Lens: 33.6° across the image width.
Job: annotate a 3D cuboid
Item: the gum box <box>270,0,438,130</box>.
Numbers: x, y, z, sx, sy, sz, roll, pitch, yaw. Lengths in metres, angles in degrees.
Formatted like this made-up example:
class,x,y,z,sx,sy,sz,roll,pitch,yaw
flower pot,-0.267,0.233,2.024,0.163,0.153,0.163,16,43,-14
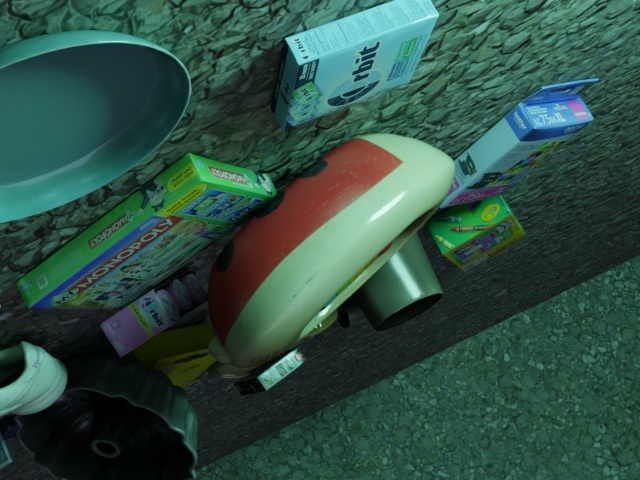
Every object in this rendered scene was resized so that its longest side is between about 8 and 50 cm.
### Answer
class,x,y,z,sx,sy,sz,roll,pitch,yaw
gum box,0.037,-0.213,1.273,0.184,0.041,0.157,-22,163,-17

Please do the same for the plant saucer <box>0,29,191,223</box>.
class,x,y,z,sx,sy,sz,roll,pitch,yaw
plant saucer,-0.283,-0.114,1.061,0.317,0.044,0.317,-25,163,-8

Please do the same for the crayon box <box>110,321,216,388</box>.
class,x,y,z,sx,sy,sz,roll,pitch,yaw
crayon box,-0.330,0.253,2.028,0.202,0.081,0.318,-8,155,-49

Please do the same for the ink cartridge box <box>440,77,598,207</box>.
class,x,y,z,sx,sy,sz,roll,pitch,yaw
ink cartridge box,0.351,-0.170,1.883,0.186,0.065,0.311,-13,156,-43

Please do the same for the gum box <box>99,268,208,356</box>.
class,x,y,z,sx,sy,sz,roll,pitch,yaw
gum box,-0.255,0.111,1.674,0.107,0.062,0.188,-33,180,16

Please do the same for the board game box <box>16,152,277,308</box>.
class,x,y,z,sx,sy,sz,roll,pitch,yaw
board game box,-0.235,-0.003,1.469,0.317,0.046,0.213,-34,164,20

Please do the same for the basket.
class,x,y,z,sx,sy,sz,roll,pitch,yaw
basket,0.095,0.021,1.747,0.204,0.227,0.154,-9,156,-49

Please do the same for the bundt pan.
class,x,y,z,sx,sy,sz,roll,pitch,yaw
bundt pan,-0.362,0.322,1.879,0.331,0.331,0.124,-41,-157,38

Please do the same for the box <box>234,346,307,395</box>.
class,x,y,z,sx,sy,sz,roll,pitch,yaw
box,-0.112,0.288,2.309,0.114,0.036,0.207,-35,-179,-21

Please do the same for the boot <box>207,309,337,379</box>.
class,x,y,z,sx,sy,sz,roll,pitch,yaw
boot,-0.104,0.207,2.233,0.262,0.095,0.203,-26,169,-29

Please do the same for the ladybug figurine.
class,x,y,z,sx,sy,sz,roll,pitch,yaw
ladybug figurine,0.000,0.000,1.512,0.449,0.162,0.305,-42,172,-21

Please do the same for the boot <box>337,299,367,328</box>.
class,x,y,z,sx,sy,sz,roll,pitch,yaw
boot,0.148,0.127,2.458,0.208,0.076,0.190,-15,158,-19

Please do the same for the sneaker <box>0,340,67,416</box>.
class,x,y,z,sx,sy,sz,roll,pitch,yaw
sneaker,-0.555,0.246,1.646,0.305,0.114,0.152,-30,151,-7

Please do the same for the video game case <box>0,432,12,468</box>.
class,x,y,z,sx,sy,sz,roll,pitch,yaw
video game case,-0.586,0.346,1.823,0.087,0.122,0.011,-33,163,17

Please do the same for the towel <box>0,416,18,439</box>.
class,x,y,z,sx,sy,sz,roll,pitch,yaw
towel,-0.574,0.358,2.047,0.067,0.029,0.119,-38,160,30

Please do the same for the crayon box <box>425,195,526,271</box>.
class,x,y,z,sx,sy,sz,roll,pitch,yaw
crayon box,0.335,-0.023,2.256,0.165,0.081,0.278,-31,163,10
